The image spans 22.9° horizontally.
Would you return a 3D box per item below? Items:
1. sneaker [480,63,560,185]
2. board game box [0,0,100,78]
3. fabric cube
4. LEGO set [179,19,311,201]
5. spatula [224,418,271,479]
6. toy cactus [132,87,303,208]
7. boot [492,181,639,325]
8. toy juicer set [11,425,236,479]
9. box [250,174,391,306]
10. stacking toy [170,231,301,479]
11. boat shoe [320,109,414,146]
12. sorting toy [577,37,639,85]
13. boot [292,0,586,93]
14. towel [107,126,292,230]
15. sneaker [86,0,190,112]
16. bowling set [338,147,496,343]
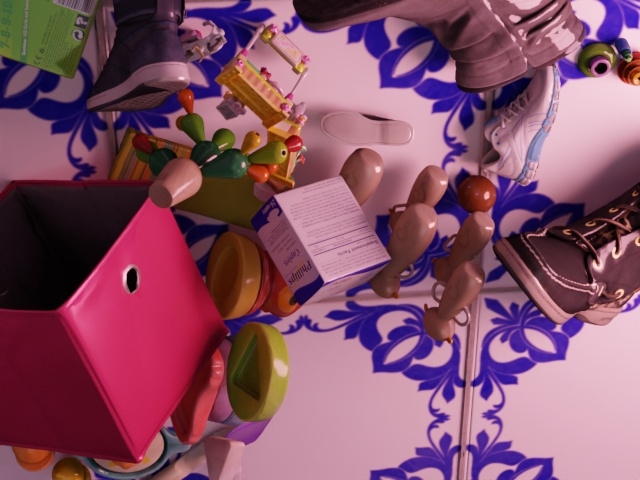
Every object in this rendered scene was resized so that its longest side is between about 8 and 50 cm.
[{"bbox_3d":[0.260,-0.156,2.084,0.083,0.071,0.190,10,125,-7],"label":"sneaker"},{"bbox_3d":[-0.401,-0.293,1.896,0.259,0.039,0.124,17,103,-21],"label":"board game box"},{"bbox_3d":[-0.315,0.098,2.028,0.259,0.254,0.258,1,130,32],"label":"fabric cube"},{"bbox_3d":[-0.062,-0.172,2.024,0.132,0.107,0.287,-1,135,36],"label":"LEGO set"},{"bbox_3d":[-0.133,0.368,2.444,0.084,0.030,0.296,-18,139,-32],"label":"spatula"},{"bbox_3d":[-0.148,-0.102,1.932,0.219,0.180,0.112,12,123,22],"label":"toy cactus"},{"bbox_3d":[0.404,-0.016,2.094,0.284,0.138,0.377,-41,154,18],"label":"boot"},{"bbox_3d":[-0.306,0.328,2.367,0.329,0.089,0.209,21,121,-23],"label":"toy juicer set"},{"bbox_3d":[0.000,0.000,2.057,0.126,0.137,0.072,-18,162,-41],"label":"box"},{"bbox_3d":[-0.086,0.176,2.173,0.130,0.279,0.309,6,127,-29],"label":"stacking toy"},{"bbox_3d":[0.059,-0.147,2.083,0.125,0.038,0.046,2,94,-10],"label":"boat shoe"},{"bbox_3d":[0.389,-0.227,2.059,0.102,0.042,0.061,6,126,-11],"label":"sorting toy"},{"bbox_3d":[0.152,-0.266,1.962,0.338,0.118,0.222,-14,133,9],"label":"boot"},{"bbox_3d":[-0.162,-0.079,2.122,0.237,0.021,0.102,16,127,-18],"label":"towel"},{"bbox_3d":[-0.231,-0.247,1.947,0.086,0.163,0.226,-5,173,-32],"label":"sneaker"},{"bbox_3d":[0.153,0.002,2.128,0.200,0.287,0.154,-13,144,-41],"label":"bowling set"}]
